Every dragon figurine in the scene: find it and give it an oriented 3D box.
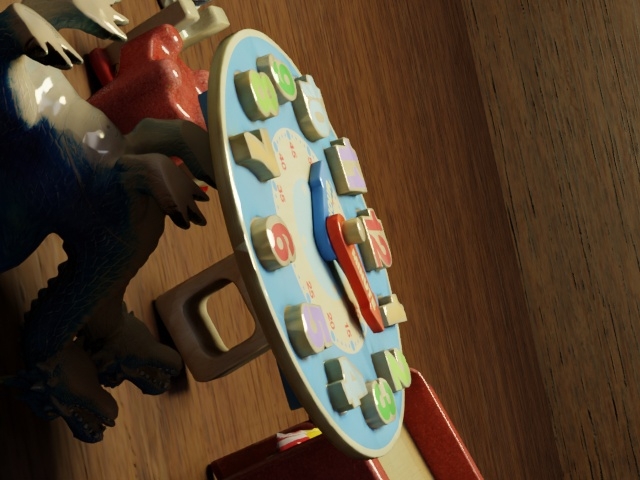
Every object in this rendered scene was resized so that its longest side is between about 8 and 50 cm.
[{"bbox_3d":[-0.139,-0.038,0.639,0.289,0.144,0.085,52,24,-17],"label":"dragon figurine"}]

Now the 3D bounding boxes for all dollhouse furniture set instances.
[{"bbox_3d":[-0.061,0.054,0.827,0.374,0.152,0.201,61,14,4],"label":"dollhouse furniture set"}]

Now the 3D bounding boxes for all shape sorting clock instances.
[{"bbox_3d":[0.000,0.000,0.676,0.206,0.040,0.206,-18,90,-78],"label":"shape sorting clock"}]

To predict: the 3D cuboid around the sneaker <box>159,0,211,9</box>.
[{"bbox_3d":[-0.099,-0.225,1.011,0.052,0.058,0.135,-81,154,-55],"label":"sneaker"}]
